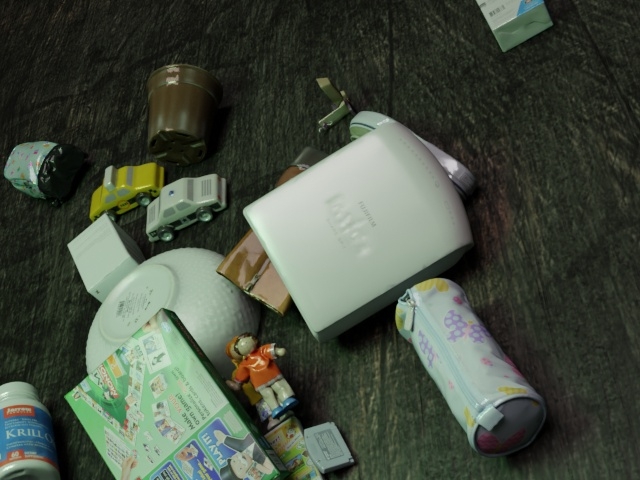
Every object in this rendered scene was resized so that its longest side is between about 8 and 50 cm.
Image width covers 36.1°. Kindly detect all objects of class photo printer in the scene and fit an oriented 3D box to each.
[{"bbox_3d":[0.068,-0.022,1.544,0.308,0.107,0.256,-31,76,3],"label":"photo printer"}]

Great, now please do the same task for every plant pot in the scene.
[{"bbox_3d":[-0.297,-0.258,2.093,0.167,0.167,0.165,-15,54,26],"label":"plant pot"}]

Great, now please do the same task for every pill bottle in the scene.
[{"bbox_3d":[-0.531,0.356,1.729,0.124,0.124,0.221,-36,41,5],"label":"pill bottle"}]

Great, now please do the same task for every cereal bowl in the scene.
[{"bbox_3d":[-0.280,0.146,1.719,0.339,0.141,0.338,-20,45,21],"label":"cereal bowl"}]

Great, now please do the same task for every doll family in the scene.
[{"bbox_3d":[-0.146,0.246,1.537,0.263,0.118,0.163,-38,70,9],"label":"doll family"}]

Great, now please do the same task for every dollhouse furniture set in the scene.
[{"bbox_3d":[0.004,-0.268,1.898,0.081,0.114,0.091,-35,43,12],"label":"dollhouse furniture set"}]

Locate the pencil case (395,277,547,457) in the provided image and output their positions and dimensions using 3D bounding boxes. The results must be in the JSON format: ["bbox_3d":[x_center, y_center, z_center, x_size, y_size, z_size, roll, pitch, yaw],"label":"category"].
[{"bbox_3d":[0.200,0.167,1.346,0.113,0.124,0.273,-36,41,4],"label":"pencil case"}]

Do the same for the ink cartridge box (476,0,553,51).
[{"bbox_3d":[0.352,-0.443,1.830,0.104,0.060,0.180,-28,42,15],"label":"ink cartridge box"}]

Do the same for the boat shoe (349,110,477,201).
[{"bbox_3d":[0.135,-0.135,1.684,0.094,0.109,0.302,-48,43,-6],"label":"boat shoe"}]

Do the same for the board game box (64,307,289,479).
[{"bbox_3d":[-0.220,0.287,1.462,0.213,0.046,0.317,-42,67,7],"label":"board game box"}]

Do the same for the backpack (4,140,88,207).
[{"bbox_3d":[-0.651,-0.167,2.303,0.182,0.115,0.151,3,59,42],"label":"backpack"}]

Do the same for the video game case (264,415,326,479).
[{"bbox_3d":[-0.093,0.395,1.438,0.227,0.026,0.206,-36,40,6],"label":"video game case"}]

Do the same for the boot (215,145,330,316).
[{"bbox_3d":[0.000,0.000,1.635,0.264,0.096,0.280,27,72,16],"label":"boot"}]

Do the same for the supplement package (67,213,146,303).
[{"bbox_3d":[-0.406,0.049,1.927,0.105,0.105,0.179,-39,40,0],"label":"supplement package"}]

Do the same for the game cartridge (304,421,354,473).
[{"bbox_3d":[0.009,0.303,1.433,0.056,0.017,0.083,-11,37,-17],"label":"game cartridge"}]

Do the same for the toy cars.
[{"bbox_3d":[-0.356,-0.096,2.034,0.394,0.087,0.176,13,63,43],"label":"toy cars"}]
